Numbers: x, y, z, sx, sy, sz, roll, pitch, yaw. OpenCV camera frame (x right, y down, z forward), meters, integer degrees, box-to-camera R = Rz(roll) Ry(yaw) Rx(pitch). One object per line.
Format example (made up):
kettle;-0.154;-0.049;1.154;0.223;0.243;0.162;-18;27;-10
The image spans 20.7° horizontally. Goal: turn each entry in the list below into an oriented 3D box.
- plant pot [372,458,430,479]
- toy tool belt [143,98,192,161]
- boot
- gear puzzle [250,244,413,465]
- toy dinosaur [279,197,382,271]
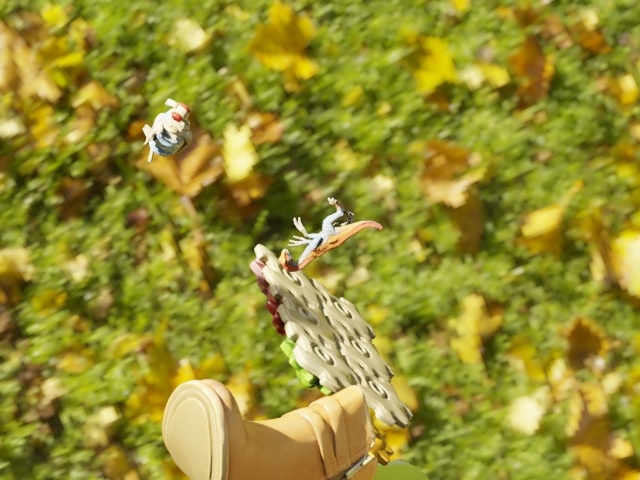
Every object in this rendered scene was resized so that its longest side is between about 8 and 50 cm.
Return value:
plant pot;0.016;0.383;2.102;0.228;0.227;0.207;1;72;-37
toy tool belt;-0.170;-0.117;1.944;0.052;0.083;0.051;34;67;-4
boot;-0.029;0.142;1.256;0.152;0.197;0.073;-28;51;-23
gear puzzle;0.014;0.139;1.864;0.175;0.044;0.339;34;17;-29
toy dinosaur;0.000;0.000;1.718;0.082;0.090;0.047;-61;148;-11
